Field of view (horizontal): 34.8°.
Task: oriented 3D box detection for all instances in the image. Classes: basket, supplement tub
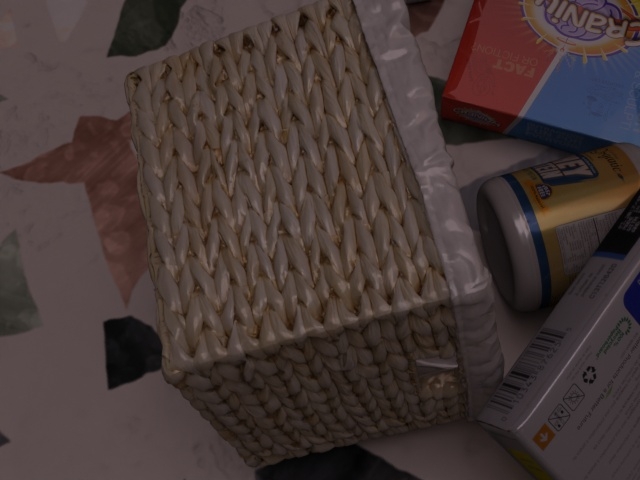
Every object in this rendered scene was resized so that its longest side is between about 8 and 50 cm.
[{"bbox_3d":[0.000,0.000,0.954,0.266,0.328,0.331,-14,62,4],"label":"basket"},{"bbox_3d":[0.275,-0.018,1.053,0.199,0.144,0.144,-16,66,-3],"label":"supplement tub"}]

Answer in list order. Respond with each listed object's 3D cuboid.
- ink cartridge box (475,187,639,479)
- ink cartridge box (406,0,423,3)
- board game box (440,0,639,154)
[{"bbox_3d":[0.331,0.143,0.964,0.304,0.307,0.072,-51,28,-16],"label":"ink cartridge box"},{"bbox_3d":[0.080,-0.400,1.236,0.082,0.140,0.191,-11,66,1],"label":"ink cartridge box"},{"bbox_3d":[0.299,-0.261,1.179,0.242,0.064,0.317,16,76,11],"label":"board game box"}]
